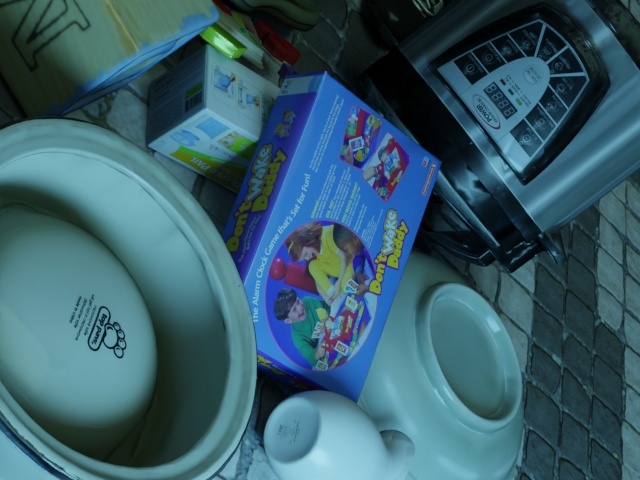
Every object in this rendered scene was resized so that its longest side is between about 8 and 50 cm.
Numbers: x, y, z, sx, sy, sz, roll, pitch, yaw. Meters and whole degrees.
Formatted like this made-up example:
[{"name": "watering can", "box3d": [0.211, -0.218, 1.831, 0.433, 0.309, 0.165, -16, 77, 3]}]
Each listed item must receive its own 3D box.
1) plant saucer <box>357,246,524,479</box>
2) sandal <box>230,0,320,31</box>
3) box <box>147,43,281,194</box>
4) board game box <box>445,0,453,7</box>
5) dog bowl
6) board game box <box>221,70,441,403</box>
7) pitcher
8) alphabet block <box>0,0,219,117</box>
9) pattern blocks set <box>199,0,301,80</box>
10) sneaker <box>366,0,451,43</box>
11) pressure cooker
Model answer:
[{"name": "plant saucer", "box3d": [0.178, 0.172, 2.006, 0.400, 0.100, 0.401, 30, 47, -38]}, {"name": "sandal", "box3d": [-0.086, -0.370, 1.997, 0.120, 0.086, 0.302, 49, 18, 22]}, {"name": "box", "box3d": [-0.107, -0.142, 1.843, 0.203, 0.114, 0.103, 28, 48, -38]}, {"name": "board game box", "box3d": [0.282, -0.229, 2.359, 0.317, 0.046, 0.213, 42, 72, -26]}, {"name": "dog bowl", "box3d": [-0.258, 0.087, 1.476, 0.408, 0.150, 0.408, 31, 45, -37]}, {"name": "board game box", "box3d": [0.000, 0.000, 1.793, 0.233, 0.078, 0.347, 34, 68, -37]}, {"name": "pitcher", "box3d": [0.019, 0.281, 1.732, 0.207, 0.125, 0.178, 36, 57, -48]}, {"name": "alphabet block", "box3d": [-0.270, -0.275, 1.663, 0.197, 0.193, 0.192, 58, 34, -5]}, {"name": "pattern blocks set", "box3d": [-0.146, -0.302, 1.879, 0.325, 0.026, 0.285, 38, 15, -18]}, {"name": "sneaker", "box3d": [0.190, -0.422, 2.380, 0.122, 0.146, 0.330, 58, 37, -8]}, {"name": "pressure cooker", "box3d": [0.275, -0.178, 2.101, 0.375, 0.420, 0.370, 48, 8, -35]}]
